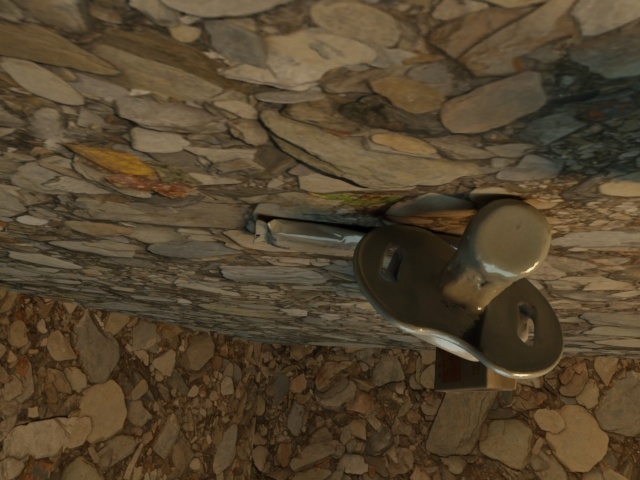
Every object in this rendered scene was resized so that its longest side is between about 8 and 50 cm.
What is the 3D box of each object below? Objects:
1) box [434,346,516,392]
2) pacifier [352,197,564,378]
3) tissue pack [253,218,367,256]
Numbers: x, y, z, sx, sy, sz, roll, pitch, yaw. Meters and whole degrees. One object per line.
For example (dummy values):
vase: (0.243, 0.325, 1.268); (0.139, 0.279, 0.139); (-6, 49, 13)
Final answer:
box: (0.264, 0.164, 1.099); (0.051, 0.204, 0.365); (5, 165, 0)
pacifier: (0.186, 0.030, 0.746); (0.279, 0.227, 0.207); (24, 131, 0)
tissue pack: (0.000, 0.000, 0.902); (0.193, 0.026, 0.122); (7, 166, -7)
